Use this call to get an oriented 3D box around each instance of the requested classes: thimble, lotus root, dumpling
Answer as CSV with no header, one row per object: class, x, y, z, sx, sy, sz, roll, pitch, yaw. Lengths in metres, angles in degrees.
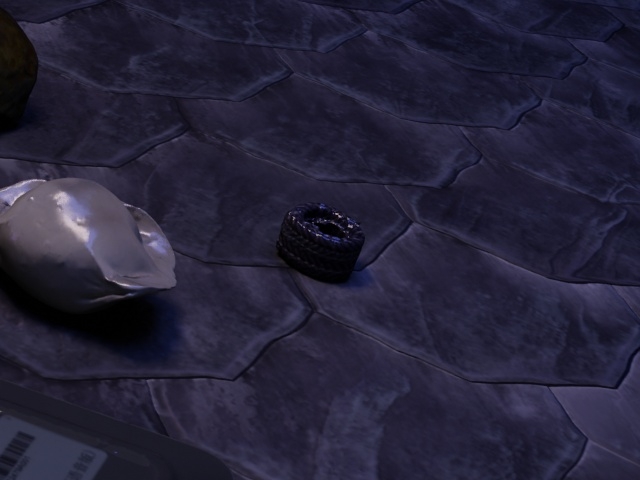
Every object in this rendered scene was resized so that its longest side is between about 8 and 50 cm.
thimble,0.002,0.001,1.867,0.104,0.066,0.095,26,29,12
lotus root,-0.477,-0.266,1.989,0.235,0.138,0.119,39,10,29
dumpling,-0.267,0.002,1.628,0.250,0.132,0.162,26,31,18

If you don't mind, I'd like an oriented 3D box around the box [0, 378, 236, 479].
box,-0.281,0.239,1.203,0.373,0.090,0.367,19,25,2
